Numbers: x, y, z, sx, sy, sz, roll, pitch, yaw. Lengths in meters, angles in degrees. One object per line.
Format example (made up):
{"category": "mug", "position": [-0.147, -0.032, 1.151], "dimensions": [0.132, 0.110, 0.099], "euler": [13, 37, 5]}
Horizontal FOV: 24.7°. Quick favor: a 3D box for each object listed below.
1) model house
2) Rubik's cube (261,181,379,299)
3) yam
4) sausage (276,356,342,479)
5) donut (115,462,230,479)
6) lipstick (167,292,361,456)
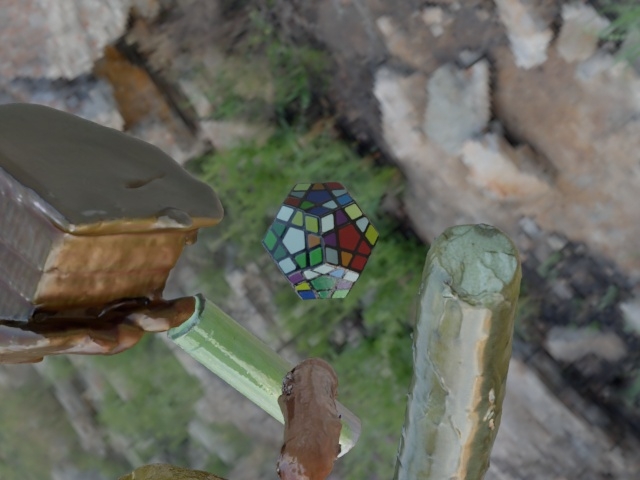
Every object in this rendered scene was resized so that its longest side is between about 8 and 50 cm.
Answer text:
{"category": "model house", "position": [-0.241, 0.017, 1.305], "dimensions": [0.219, 0.199, 0.229], "euler": [45, 121, 29]}
{"category": "Rubik's cube", "position": [0.000, 0.000, 1.586], "dimensions": [0.133, 0.133, 0.111], "euler": [23, 129, 40]}
{"category": "yam", "position": [0.093, 0.152, 1.102], "dimensions": [0.083, 0.083, 0.371], "euler": [33, 136, 30]}
{"category": "sausage", "position": [-0.013, 0.207, 1.701], "dimensions": [0.078, 0.078, 0.304], "euler": [61, -173, -13]}
{"category": "donut", "position": [-0.165, 0.429, 1.682], "dimensions": [0.360, 0.360, 0.170], "euler": [60, 172, -12]}
{"category": "lipstick", "position": [-0.074, 0.182, 1.940], "dimensions": [0.304, 0.076, 0.076], "euler": [40, 155, -25]}
